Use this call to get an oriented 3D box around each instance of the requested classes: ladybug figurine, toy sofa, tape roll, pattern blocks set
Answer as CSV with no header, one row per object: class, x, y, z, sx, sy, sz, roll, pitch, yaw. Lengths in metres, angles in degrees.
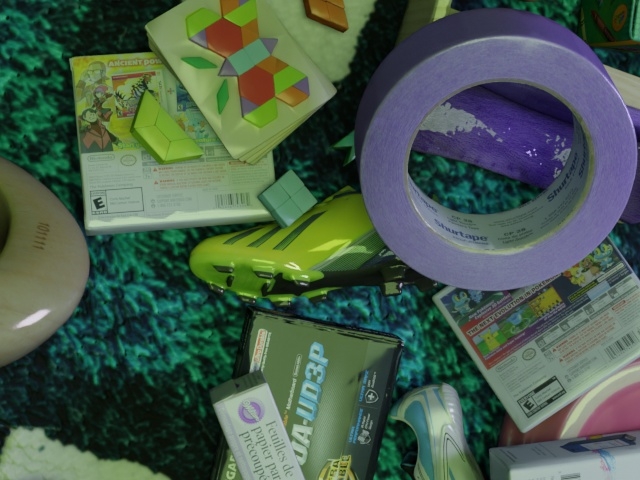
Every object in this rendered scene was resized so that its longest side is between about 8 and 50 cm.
ladybug figurine,-0.457,0.016,1.488,0.449,0.305,0.162,15,133,-10
toy sofa,0.245,-0.139,1.641,0.362,0.150,0.177,18,92,-11
tape roll,0.173,-0.089,1.526,0.274,0.090,0.275,-1,116,-3
pattern blocks set,-0.082,-0.186,1.587,0.325,0.026,0.285,42,67,-8

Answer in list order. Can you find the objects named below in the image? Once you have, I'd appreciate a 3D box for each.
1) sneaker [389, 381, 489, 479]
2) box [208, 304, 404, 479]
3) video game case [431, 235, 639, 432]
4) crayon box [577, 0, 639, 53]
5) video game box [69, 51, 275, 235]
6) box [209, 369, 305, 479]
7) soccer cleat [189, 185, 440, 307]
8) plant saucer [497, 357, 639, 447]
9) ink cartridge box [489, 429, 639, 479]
sneaker,0.143,0.272,1.706,0.086,0.085,0.237,-16,102,15
box,-0.017,0.195,1.677,0.175,0.051,0.220,13,94,-11
video game case,0.255,0.082,1.679,0.201,0.023,0.183,-35,80,9
crayon box,0.440,-0.235,1.658,0.278,0.165,0.081,7,94,-11
video game box,-0.155,-0.106,1.601,0.205,0.048,0.187,-4,82,-10
box,-0.033,0.300,1.627,0.063,0.067,0.324,-22,102,-6
soccer cleat,0.000,0.000,1.657,0.289,0.093,0.121,-3,66,-6
plant saucer,0.371,0.252,1.737,0.332,0.084,0.332,-1,97,-10
ink cartridge box,0.297,0.295,1.639,0.212,0.093,0.154,-6,98,-8
